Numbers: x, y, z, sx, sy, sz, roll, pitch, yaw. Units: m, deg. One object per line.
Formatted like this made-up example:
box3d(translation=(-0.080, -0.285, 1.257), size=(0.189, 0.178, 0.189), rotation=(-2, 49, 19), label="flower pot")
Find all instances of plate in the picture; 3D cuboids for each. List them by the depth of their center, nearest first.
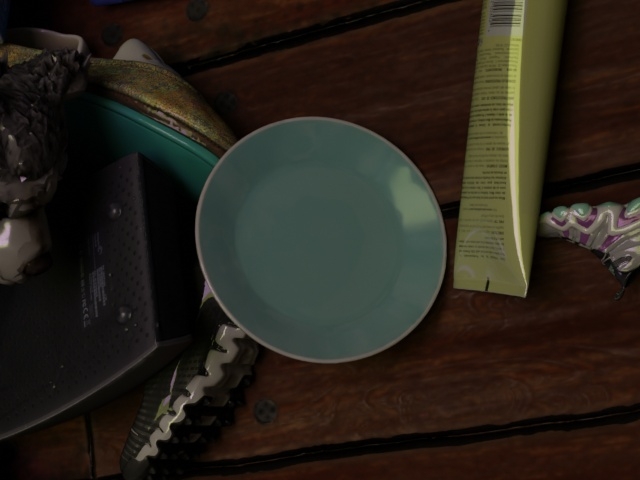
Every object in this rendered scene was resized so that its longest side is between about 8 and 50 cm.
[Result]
box3d(translation=(0.000, 0.000, 0.988), size=(0.188, 0.024, 0.188), rotation=(4, 72, -13), label="plate")

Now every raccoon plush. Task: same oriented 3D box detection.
box3d(translation=(-0.385, -0.097, 0.982), size=(0.446, 0.216, 0.299), rotation=(33, 122, -5), label="raccoon plush")

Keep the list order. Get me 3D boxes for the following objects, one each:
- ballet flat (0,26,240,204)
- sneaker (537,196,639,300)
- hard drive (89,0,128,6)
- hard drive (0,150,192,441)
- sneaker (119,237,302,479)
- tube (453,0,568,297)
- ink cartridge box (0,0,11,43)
box3d(translation=(-0.193, -0.116, 1.096), size=(0.348, 0.123, 0.123), rotation=(11, 89, 23), label="ballet flat")
box3d(translation=(0.196, 0.008, 0.934), size=(0.098, 0.038, 0.069), rotation=(-8, 81, 24), label="sneaker")
box3d(translation=(-0.076, -0.289, 1.011), size=(0.318, 0.210, 0.040), rotation=(-4, 43, 24), label="hard drive")
box3d(translation=(-0.193, 0.054, 1.053), size=(0.254, 0.054, 0.172), rotation=(-29, 60, 40), label="hard drive")
box3d(translation=(-0.100, 0.077, 1.047), size=(0.106, 0.078, 0.234), rotation=(33, 95, 27), label="sneaker")
box3d(translation=(0.134, -0.081, 0.962), size=(0.062, 0.070, 0.240), rotation=(7, 87, 15), label="tube")
box3d(translation=(-0.351, -0.315, 1.064), size=(0.198, 0.197, 0.270), rotation=(-1, 61, 7), label="ink cartridge box")
